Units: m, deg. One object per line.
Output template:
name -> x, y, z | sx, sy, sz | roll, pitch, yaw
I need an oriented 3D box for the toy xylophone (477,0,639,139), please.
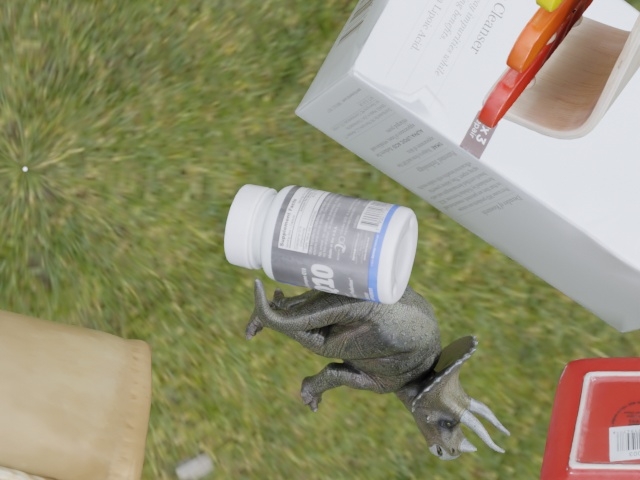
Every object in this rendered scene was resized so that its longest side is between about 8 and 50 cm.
toy xylophone -> 0.211, -0.203, 1.148 | 0.081, 0.322, 0.236 | 33, 50, 10

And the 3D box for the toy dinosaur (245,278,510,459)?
toy dinosaur -> 0.039, 0.072, 1.489 | 0.160, 0.313, 0.121 | -8, 55, 22

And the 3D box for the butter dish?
butter dish -> 0.276, 0.185, 1.484 | 0.160, 0.160, 0.118 | -2, 134, 21

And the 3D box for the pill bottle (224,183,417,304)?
pill bottle -> 0.000, 0.000, 1.384 | 0.137, 0.078, 0.078 | 11, 90, 17

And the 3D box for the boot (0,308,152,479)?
boot -> -0.165, -0.001, 0.363 | 0.270, 0.089, 0.236 | 17, 69, -11

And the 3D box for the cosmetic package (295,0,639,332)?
cosmetic package -> 0.200, -0.108, 1.578 | 0.385, 0.156, 0.217 | 31, 72, -11
